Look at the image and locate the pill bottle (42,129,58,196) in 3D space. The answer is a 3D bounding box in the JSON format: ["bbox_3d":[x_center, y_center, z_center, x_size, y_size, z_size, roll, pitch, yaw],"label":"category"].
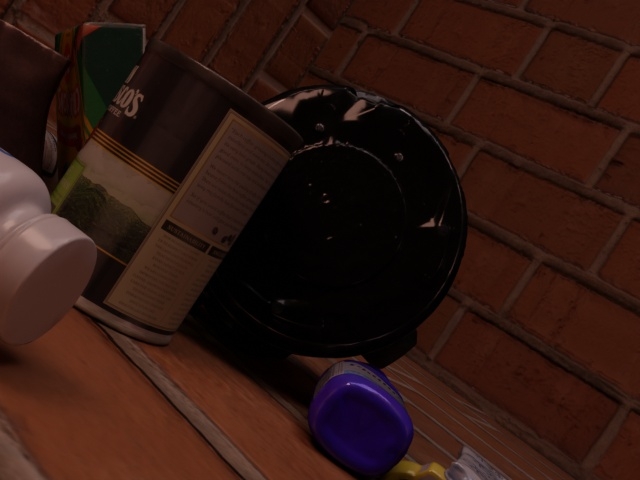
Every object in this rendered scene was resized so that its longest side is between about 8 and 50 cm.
[{"bbox_3d":[-0.429,-0.119,1.193,0.108,0.108,0.180,33,0,20],"label":"pill bottle"}]

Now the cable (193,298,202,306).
[{"bbox_3d":[-0.236,0.051,1.265,0.184,0.047,0.150,39,-4,40],"label":"cable"}]

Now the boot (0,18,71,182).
[{"bbox_3d":[-0.362,-0.134,1.033,0.248,0.207,0.090,33,0,-3],"label":"boot"}]

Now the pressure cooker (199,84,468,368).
[{"bbox_3d":[0.006,-0.002,1.257,0.376,0.369,0.420,9,-7,-3],"label":"pressure cooker"}]

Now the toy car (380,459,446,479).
[{"bbox_3d":[0.195,0.324,0.918,0.239,0.053,0.225,33,0,-21],"label":"toy car"}]

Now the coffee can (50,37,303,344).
[{"bbox_3d":[-0.176,-0.052,0.943,0.201,0.275,0.201,33,0,0],"label":"coffee can"}]

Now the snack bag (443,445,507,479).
[{"bbox_3d":[0.229,0.304,0.724,0.323,0.037,0.342,38,4,17],"label":"snack bag"}]

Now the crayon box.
[{"bbox_3d":[-0.290,-0.116,1.116,0.081,0.318,0.202,-4,10,-27],"label":"crayon box"}]

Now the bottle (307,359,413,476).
[{"bbox_3d":[0.048,0.203,1.038,0.118,0.092,0.283,38,0,3],"label":"bottle"}]

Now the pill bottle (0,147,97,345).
[{"bbox_3d":[-0.275,-0.023,0.603,0.221,0.124,0.124,34,0,12],"label":"pill bottle"}]
